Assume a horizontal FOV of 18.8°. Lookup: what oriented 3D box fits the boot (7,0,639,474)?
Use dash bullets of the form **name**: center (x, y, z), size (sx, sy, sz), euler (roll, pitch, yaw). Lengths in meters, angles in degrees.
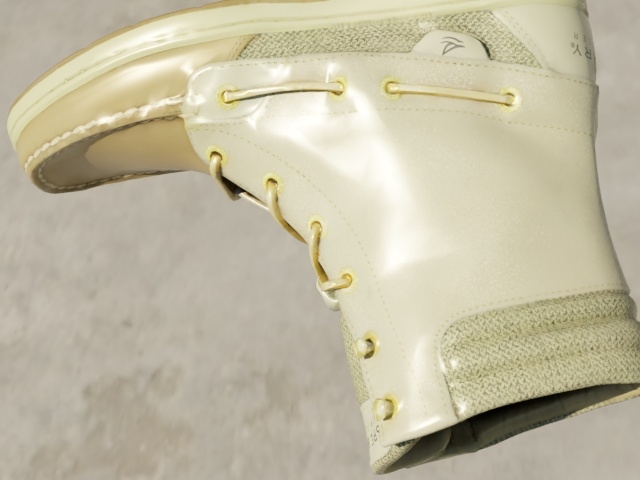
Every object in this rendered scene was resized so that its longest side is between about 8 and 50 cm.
- **boot**: center (0.000, 0.000, 0.666), size (0.213, 0.077, 0.165), euler (-12, 77, 11)
